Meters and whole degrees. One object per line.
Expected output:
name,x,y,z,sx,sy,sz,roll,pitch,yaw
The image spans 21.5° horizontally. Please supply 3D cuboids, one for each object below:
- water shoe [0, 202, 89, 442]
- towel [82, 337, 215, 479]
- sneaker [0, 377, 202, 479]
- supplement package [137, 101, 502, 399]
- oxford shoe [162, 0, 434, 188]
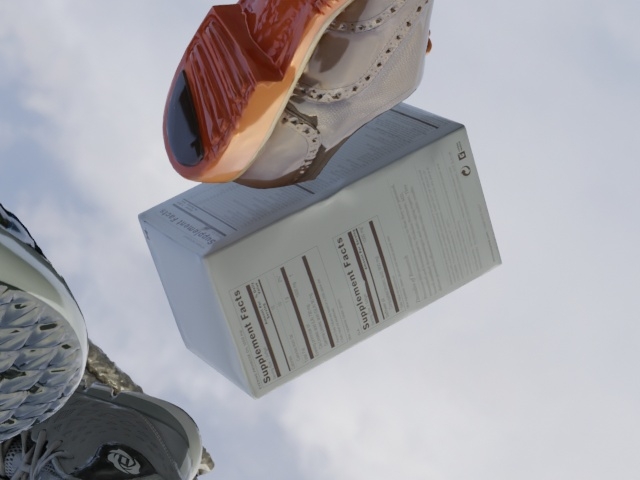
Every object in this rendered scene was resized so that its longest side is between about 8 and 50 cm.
water shoe,-0.109,-0.010,0.391,0.073,0.203,0.080,-24,-116,-4
towel,-0.224,0.116,1.433,0.282,0.187,0.049,49,-119,-31
sneaker,-0.189,0.131,1.063,0.229,0.086,0.132,12,-158,-4
supplement package,0.000,0.000,1.374,0.244,0.139,0.134,-27,-64,-19
oxford shoe,0.029,-0.178,1.162,0.133,0.363,0.130,10,-136,-37
